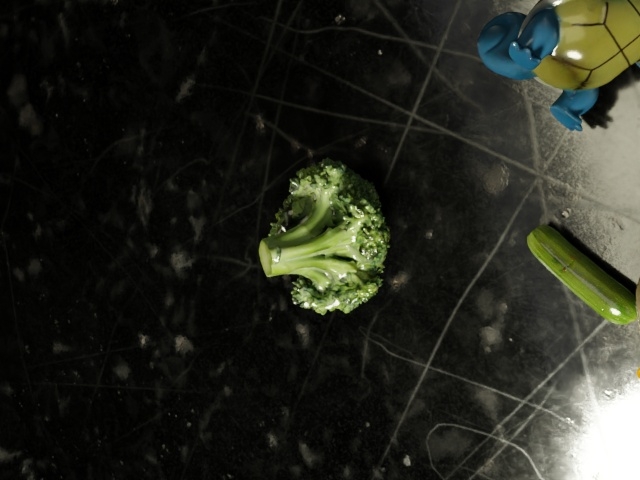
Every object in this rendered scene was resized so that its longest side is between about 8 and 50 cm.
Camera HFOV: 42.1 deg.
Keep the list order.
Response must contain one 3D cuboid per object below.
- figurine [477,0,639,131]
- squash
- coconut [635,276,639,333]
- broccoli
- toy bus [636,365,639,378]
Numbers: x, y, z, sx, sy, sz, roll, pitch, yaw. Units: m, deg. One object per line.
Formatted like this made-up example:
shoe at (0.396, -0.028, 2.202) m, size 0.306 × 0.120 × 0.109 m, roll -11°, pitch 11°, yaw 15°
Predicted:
figurine at (0.438, -0.325, 1.327) m, size 0.416 × 0.243 × 0.298 m, roll -17°, pitch 131°, yaw 36°
squash at (0.456, 0.061, 1.449) m, size 0.229 × 0.066 × 0.066 m, roll 45°, pitch 118°, yaw 20°
coconut at (0.597, 0.095, 1.119) m, size 0.353 × 0.353 × 0.352 m, roll 6°, pitch 101°, yaw 32°
broccoli at (0.009, 0.001, 1.640) m, size 0.260 × 0.235 × 0.288 m, roll -21°, pitch 75°, yaw -1°
toy bus at (0.563, 0.190, 1.322) m, size 0.083 × 0.194 × 0.088 m, roll 41°, pitch 120°, yaw 22°
